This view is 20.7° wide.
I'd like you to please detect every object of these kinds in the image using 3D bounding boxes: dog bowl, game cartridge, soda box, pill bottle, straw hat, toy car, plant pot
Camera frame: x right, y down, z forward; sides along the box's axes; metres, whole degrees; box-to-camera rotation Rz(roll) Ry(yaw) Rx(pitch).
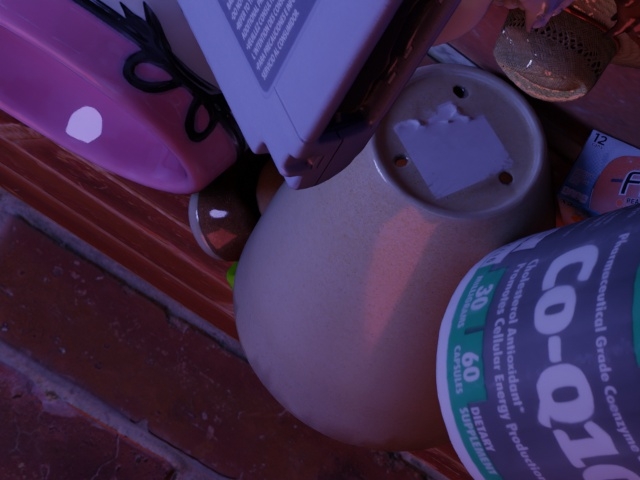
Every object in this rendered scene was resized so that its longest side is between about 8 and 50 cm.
[{"bbox_3d":[-0.203,-0.186,1.410,0.408,0.150,0.408,29,169,6],"label":"dog bowl"},{"bbox_3d":[-0.004,-0.172,0.816,0.198,0.062,0.297,68,155,17],"label":"game cartridge"},{"bbox_3d":[0.259,-0.009,1.226,0.183,0.058,0.063,26,167,20],"label":"soda box"},{"bbox_3d":[0.251,0.064,1.059,0.204,0.204,0.361,35,152,-22],"label":"pill bottle"},{"bbox_3d":[0.141,-0.118,1.049,0.144,0.061,0.144,29,169,6],"label":"straw hat"},{"bbox_3d":[-0.014,-0.049,1.568,0.188,0.149,0.155,-10,117,35],"label":"toy car"},{"bbox_3d":[0.076,-0.006,1.322,0.256,0.256,0.274,29,153,5],"label":"plant pot"}]

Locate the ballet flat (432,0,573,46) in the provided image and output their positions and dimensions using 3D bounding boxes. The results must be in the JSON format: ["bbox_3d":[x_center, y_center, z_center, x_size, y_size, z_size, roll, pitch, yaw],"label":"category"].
[{"bbox_3d":[0.031,-0.166,0.945,0.147,0.147,0.409,35,169,-23],"label":"ballet flat"}]

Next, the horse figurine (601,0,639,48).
[{"bbox_3d":[0.237,-0.121,0.781,0.174,0.066,0.263,24,171,3],"label":"horse figurine"}]
